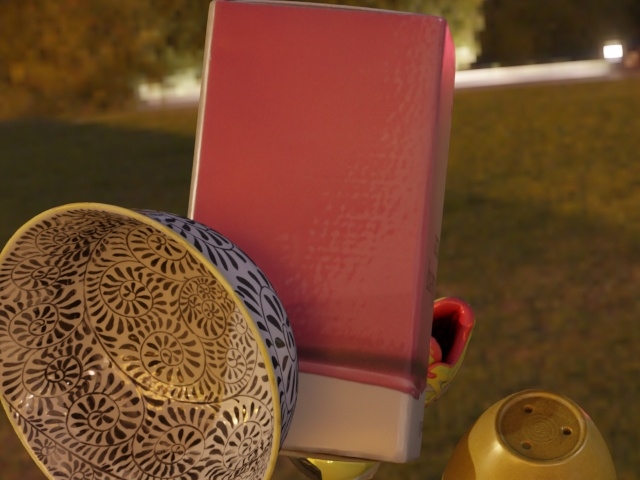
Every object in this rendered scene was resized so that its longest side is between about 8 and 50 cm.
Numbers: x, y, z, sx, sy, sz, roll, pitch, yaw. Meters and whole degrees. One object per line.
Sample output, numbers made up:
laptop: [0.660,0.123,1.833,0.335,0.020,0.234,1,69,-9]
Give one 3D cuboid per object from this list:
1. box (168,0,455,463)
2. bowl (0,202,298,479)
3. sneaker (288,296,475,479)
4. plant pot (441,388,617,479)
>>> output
box: [0.000,0.000,1.045,0.127,0.232,0.148,5,-4,6]
bowl: [-0.069,0.051,0.920,0.170,0.170,0.080,2,19,34]
sneaker: [0.046,0.103,1.439,0.208,0.081,0.094,-43,-9,-46]
plant pot: [0.155,0.163,1.409,0.134,0.095,0.134,0,47,0]
